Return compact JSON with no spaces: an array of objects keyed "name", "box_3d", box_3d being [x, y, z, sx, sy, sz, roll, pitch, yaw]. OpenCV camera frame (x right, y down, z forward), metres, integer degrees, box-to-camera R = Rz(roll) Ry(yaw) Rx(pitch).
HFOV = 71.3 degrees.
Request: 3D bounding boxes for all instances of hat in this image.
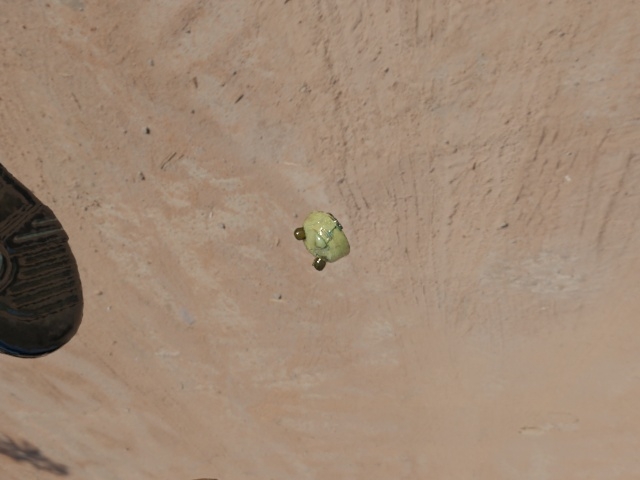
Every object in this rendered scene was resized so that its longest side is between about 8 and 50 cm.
[{"name":"hat","box_3d":[0.000,0.000,0.654,0.076,0.059,0.077,18,138,52]}]

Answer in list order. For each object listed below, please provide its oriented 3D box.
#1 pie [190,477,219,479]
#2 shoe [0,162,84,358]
[{"name":"pie","box_3d":[-0.153,0.345,0.380,0.339,0.339,0.083,-11,106,18]},{"name":"shoe","box_3d":[-0.334,-0.005,0.379,0.149,0.109,0.293,-34,95,29]}]
